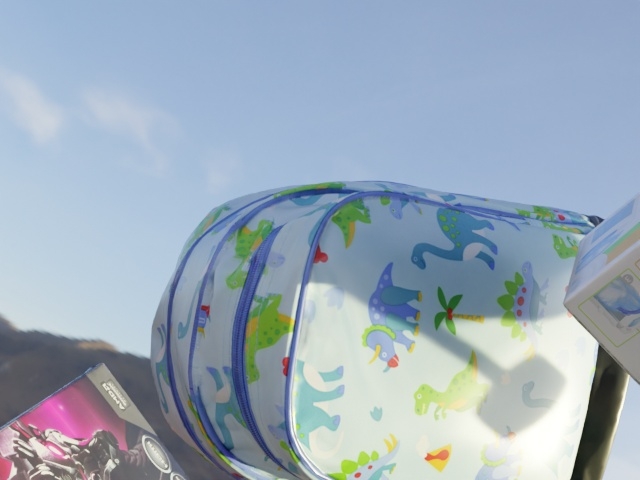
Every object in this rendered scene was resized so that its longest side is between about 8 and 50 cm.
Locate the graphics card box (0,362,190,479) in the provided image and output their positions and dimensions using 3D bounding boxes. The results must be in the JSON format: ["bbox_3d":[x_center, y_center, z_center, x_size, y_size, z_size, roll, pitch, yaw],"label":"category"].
[{"bbox_3d":[-0.204,0.252,0.766,0.232,0.094,0.371,53,8,0],"label":"graphics card box"}]

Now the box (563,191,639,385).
[{"bbox_3d":[0.248,-0.008,0.515,0.103,0.203,0.114,46,27,0],"label":"box"}]

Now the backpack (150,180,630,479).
[{"bbox_3d":[0.057,0.080,0.695,0.356,0.290,0.273,15,-3,-12],"label":"backpack"}]
